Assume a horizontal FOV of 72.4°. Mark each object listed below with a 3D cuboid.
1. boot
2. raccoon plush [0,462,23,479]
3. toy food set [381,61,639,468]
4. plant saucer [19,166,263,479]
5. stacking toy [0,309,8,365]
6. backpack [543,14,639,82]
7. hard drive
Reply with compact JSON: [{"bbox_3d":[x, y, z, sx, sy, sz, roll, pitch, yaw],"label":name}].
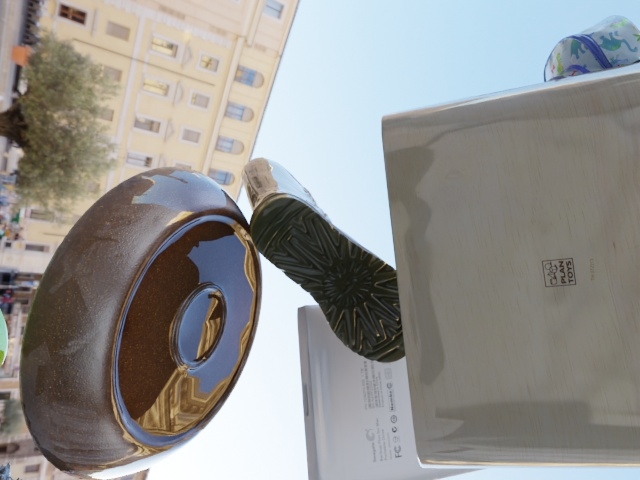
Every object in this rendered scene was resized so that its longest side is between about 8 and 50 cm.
[{"bbox_3d":[0.000,0.000,0.541,0.089,0.236,0.269,-40,-161,3],"label":"boot"},{"bbox_3d":[-0.430,0.391,0.339,0.216,0.299,0.447,-16,-110,34],"label":"raccoon plush"},{"bbox_3d":[0.173,0.024,0.343,0.219,0.092,0.307,-7,-95,14],"label":"toy food set"},{"bbox_3d":[-0.137,0.083,0.446,0.050,0.310,0.311,8,-90,20],"label":"plant saucer"},{"bbox_3d":[-0.336,-0.011,0.217,0.280,0.130,0.309,53,-9,17],"label":"stacking toy"},{"bbox_3d":[0.251,-0.133,0.398,0.105,0.084,0.114,46,20,-80],"label":"backpack"},{"bbox_3d":[0.129,0.174,0.530,0.040,0.307,0.203,145,-57,-64],"label":"hard drive"}]
